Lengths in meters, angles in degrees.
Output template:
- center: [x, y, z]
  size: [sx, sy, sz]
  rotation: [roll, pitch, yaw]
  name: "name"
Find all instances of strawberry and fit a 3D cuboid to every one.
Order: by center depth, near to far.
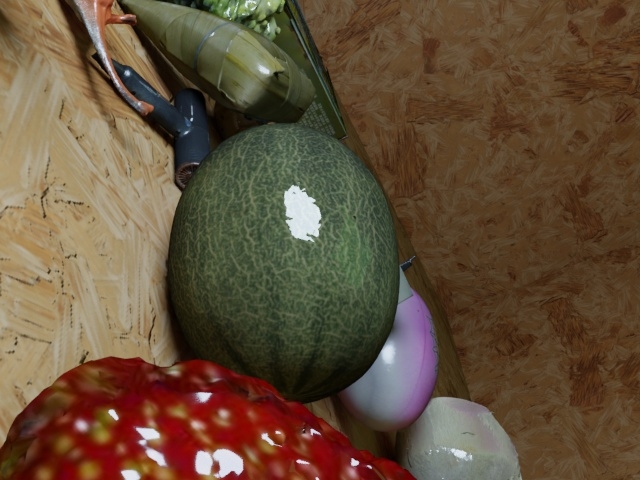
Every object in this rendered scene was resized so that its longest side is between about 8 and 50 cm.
- center: [-0.035, 0.231, 0.319]
  size: [0.343, 0.292, 0.292]
  rotation: [43, 20, -18]
  name: "strawberry"

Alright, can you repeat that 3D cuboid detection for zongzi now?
- center: [-0.144, -0.262, 0.941]
  size: [0.256, 0.115, 0.228]
  rotation: [31, 10, 12]
  name: "zongzi"

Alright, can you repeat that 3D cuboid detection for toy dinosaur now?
- center: [-0.244, -0.260, 0.716]
  size: [0.279, 0.055, 0.101]
  rotation: [54, 36, 5]
  name: "toy dinosaur"

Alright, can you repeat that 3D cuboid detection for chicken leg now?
- center: [-0.115, -0.157, 1.061]
  size: [0.101, 0.085, 0.207]
  rotation: [-101, 175, -85]
  name: "chicken leg"

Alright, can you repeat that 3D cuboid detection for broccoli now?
- center: [-0.132, -0.409, 1.020]
  size: [0.248, 0.245, 0.288]
  rotation: [45, 2, -19]
  name: "broccoli"

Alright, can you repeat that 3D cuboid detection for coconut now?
- center: [0.245, 0.401, 1.183]
  size: [0.227, 0.227, 0.230]
  rotation: [60, 21, -25]
  name: "coconut"

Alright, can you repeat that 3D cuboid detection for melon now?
- center: [-0.038, 0.021, 0.669]
  size: [0.237, 0.238, 0.301]
  rotation: [52, 24, -48]
  name: "melon"

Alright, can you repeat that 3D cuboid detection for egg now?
- center: [0.096, 0.182, 1.056]
  size: [0.196, 0.196, 0.271]
  rotation: [56, 32, -39]
  name: "egg"

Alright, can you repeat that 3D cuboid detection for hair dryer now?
- center: [-0.205, -0.179, 0.803]
  size: [0.195, 0.050, 0.173]
  rotation: [50, 17, -42]
  name: "hair dryer"

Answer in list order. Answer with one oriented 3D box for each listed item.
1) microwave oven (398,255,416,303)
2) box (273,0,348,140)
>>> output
- center: [0.000, 0.000, 0.931]
  size: [0.240, 0.194, 0.145]
  rotation: [63, -15, -12]
  name: "microwave oven"
- center: [-0.092, -0.468, 1.509]
  size: [0.420, 0.138, 0.372]
  rotation: [58, 14, -48]
  name: "box"
